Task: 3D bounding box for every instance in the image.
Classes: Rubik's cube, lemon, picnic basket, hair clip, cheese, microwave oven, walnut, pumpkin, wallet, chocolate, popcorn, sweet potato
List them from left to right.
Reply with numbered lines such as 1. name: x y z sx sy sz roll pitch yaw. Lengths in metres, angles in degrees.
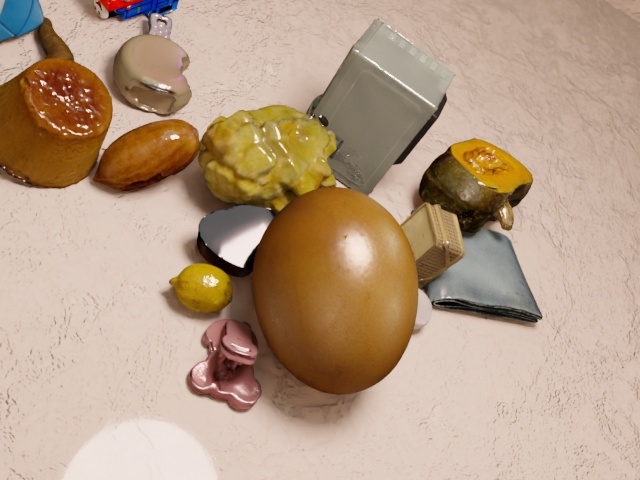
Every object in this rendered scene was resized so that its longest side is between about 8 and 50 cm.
1. Rubik's cube: -0.656 -0.502 1.363 0.254 0.254 0.254 17 48 -20
2. sweet potato: -0.514 -0.359 1.453 0.069 0.059 0.250 29 28 -41
3. walnut: -0.314 -0.151 1.350 0.207 0.116 0.116 -27 69 -10
4. cheese: -0.340 -0.385 1.562 0.163 0.082 0.286 17 47 -20
5. lemon: -0.202 0.080 1.271 0.110 0.082 0.082 18 47 -10
6. hair clip: -0.152 0.200 1.243 0.123 0.102 0.138 21 14 -18
7. chocolate: -0.148 0.007 1.362 0.148 0.080 0.125 -19 76 -27
8. popcorn: -0.095 -0.157 1.441 0.252 0.215 0.286 45 41 16
9. microwave oven: 0.112 -0.281 1.605 0.237 0.295 0.181 34 44 -3
10. picnic basket: 0.209 0.013 1.525 0.079 0.164 0.115 18 47 -31
11. wallet: 0.341 0.054 1.647 0.290 0.054 0.251 11 49 -24
12. pumpkin: 0.375 -0.117 1.717 0.222 0.139 0.317 44 30 19

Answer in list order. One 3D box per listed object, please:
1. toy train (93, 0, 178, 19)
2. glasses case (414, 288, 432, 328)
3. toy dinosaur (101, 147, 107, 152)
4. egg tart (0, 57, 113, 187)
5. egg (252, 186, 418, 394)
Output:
1. toy train: -0.400 -0.541 1.627 0.204 0.131 0.083 -31 80 -32
2. glasses case: 0.114 0.100 1.466 0.233 0.059 0.092 27 43 -11
3. toy dinosaur: -0.374 -0.166 1.401 0.041 0.026 0.113 49 54 2
4. egg tart: -0.461 -0.210 1.280 0.215 0.171 0.215 17 59 -32
5. egg: 0.026 0.082 1.265 0.282 0.282 0.351 -1 75 -32
